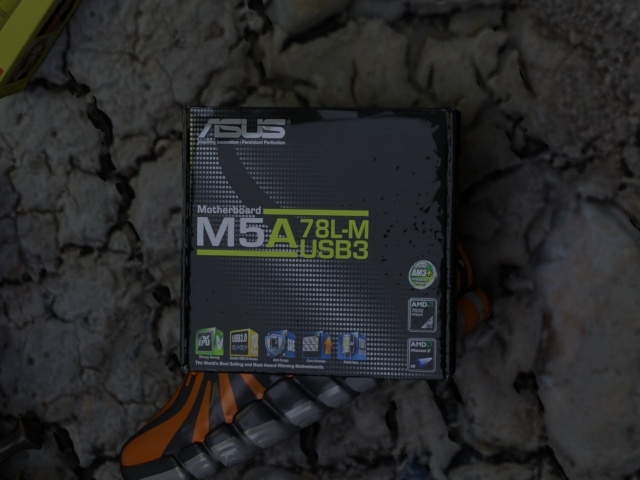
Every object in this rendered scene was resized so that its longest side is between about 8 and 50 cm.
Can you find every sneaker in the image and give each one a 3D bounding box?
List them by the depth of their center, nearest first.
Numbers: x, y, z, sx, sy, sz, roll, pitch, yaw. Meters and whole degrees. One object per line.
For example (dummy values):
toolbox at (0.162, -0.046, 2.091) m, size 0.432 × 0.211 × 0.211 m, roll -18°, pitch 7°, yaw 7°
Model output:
sneaker at (-0.043, 0.053, 1.354) m, size 0.321 × 0.124 × 0.180 m, roll -31°, pitch 87°, yaw 18°

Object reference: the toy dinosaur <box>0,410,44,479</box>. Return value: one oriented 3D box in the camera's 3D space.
toy dinosaur at (-0.316, 0.214, 1.487) m, size 0.160 × 0.121 × 0.313 m, roll -25°, pitch 65°, yaw 24°

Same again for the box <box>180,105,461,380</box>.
box at (0.000, 0.000, 1.246) m, size 0.190 × 0.045 × 0.184 m, roll 2°, pitch 94°, yaw 10°

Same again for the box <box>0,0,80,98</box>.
box at (-0.212, -0.217, 1.372) m, size 0.087 × 0.058 × 0.232 m, roll 43°, pitch 118°, yaw 6°
